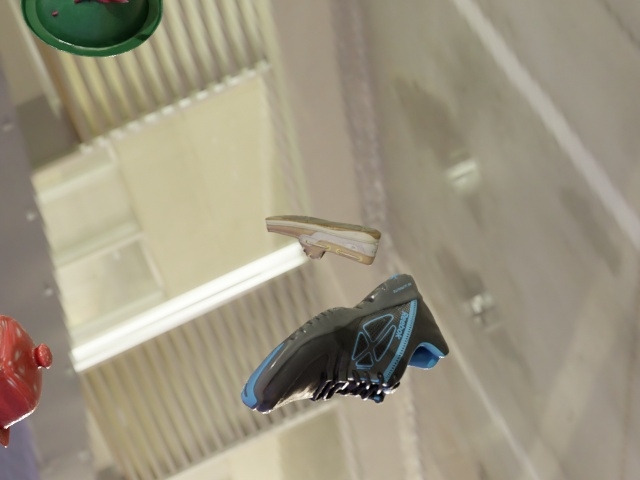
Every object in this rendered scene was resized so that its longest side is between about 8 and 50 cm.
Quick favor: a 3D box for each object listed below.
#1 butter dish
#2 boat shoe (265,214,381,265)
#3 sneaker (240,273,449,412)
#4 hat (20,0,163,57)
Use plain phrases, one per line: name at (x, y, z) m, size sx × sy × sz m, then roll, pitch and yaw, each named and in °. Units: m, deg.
butter dish at (-0.422, 0.171, 2.072) m, size 0.160 × 0.118 × 0.160 m, roll 62°, pitch -166°, yaw -45°
boat shoe at (0.000, 0.000, 1.731) m, size 0.050 × 0.135 × 0.045 m, roll -25°, pitch -56°, yaw -72°
sneaker at (0.042, 0.161, 2.066) m, size 0.139 × 0.341 × 0.125 m, roll 55°, pitch 142°, yaw 10°
hat at (-0.273, -0.344, 1.884) m, size 0.183 × 0.208 × 0.173 m, roll 100°, pitch 179°, yaw -60°
